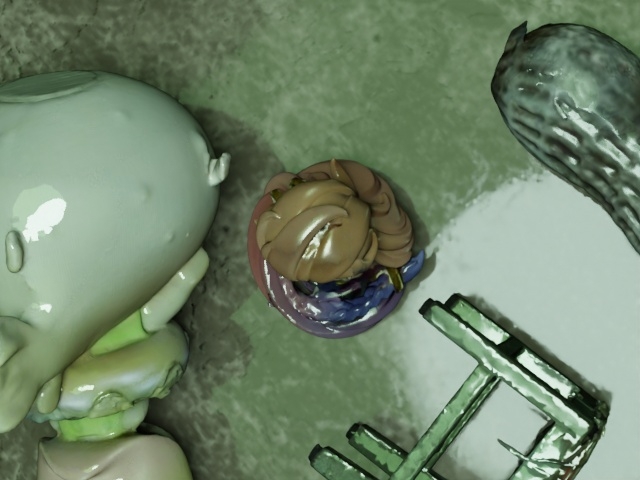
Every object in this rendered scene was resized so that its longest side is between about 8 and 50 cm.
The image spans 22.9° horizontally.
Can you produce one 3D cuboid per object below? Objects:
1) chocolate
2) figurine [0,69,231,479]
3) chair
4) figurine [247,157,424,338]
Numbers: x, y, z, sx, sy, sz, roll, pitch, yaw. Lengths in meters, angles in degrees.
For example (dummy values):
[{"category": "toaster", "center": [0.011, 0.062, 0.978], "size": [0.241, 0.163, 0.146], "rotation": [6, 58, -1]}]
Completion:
[{"category": "chocolate", "center": [0.217, -0.051, 1.043], "size": [0.248, 0.110, 0.110], "rotation": [45, 97, 12]}, {"category": "figurine", "center": [-0.164, 0.092, 1.056], "size": [0.227, 0.274, 0.394], "rotation": [-2, 106, 15]}, {"category": "chair", "center": [0.145, 0.168, 1.036], "size": [0.270, 0.136, 0.147], "rotation": [39, 98, 11]}, {"category": "figurine", "center": [0.005, -0.007, 1.071], "size": [0.126, 0.157, 0.114], "rotation": [21, 72, 16]}]
